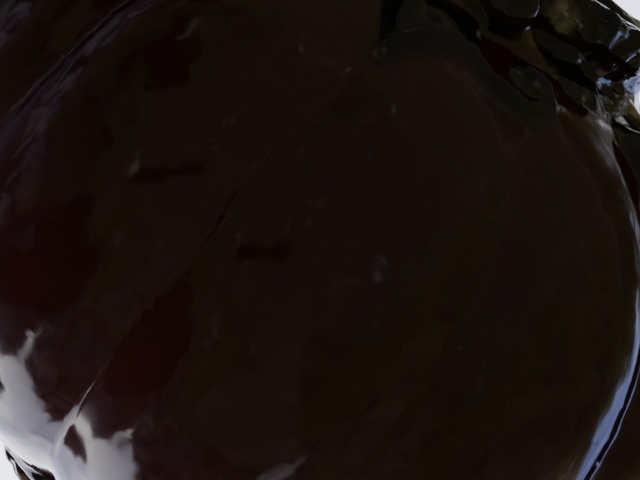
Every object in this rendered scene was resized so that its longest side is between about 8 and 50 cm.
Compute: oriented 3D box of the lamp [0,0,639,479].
[{"bbox_3d":[0.000,0.000,0.585,0.303,0.303,0.257,38,-74,-1],"label":"lamp"}]
